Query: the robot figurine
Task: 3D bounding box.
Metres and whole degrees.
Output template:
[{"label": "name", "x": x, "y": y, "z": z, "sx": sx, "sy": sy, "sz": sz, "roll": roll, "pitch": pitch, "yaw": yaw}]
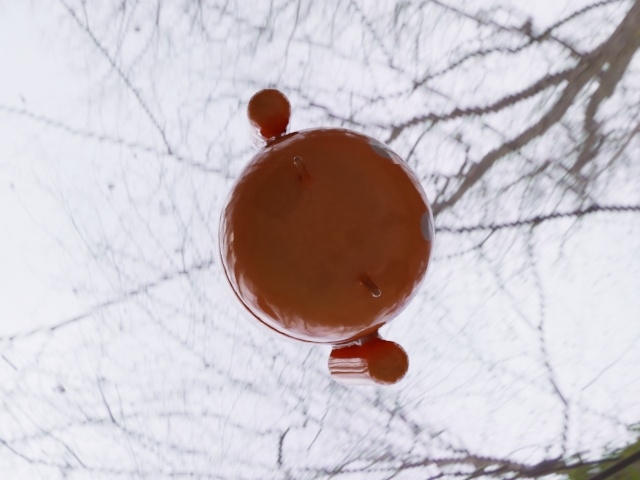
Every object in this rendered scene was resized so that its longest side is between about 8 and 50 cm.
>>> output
[{"label": "robot figurine", "x": 0.001, "y": 0.002, "z": 1.046, "sx": 0.128, "sy": 0.219, "sz": 0.158, "roll": 14, "pitch": -95, "yaw": -3}]
